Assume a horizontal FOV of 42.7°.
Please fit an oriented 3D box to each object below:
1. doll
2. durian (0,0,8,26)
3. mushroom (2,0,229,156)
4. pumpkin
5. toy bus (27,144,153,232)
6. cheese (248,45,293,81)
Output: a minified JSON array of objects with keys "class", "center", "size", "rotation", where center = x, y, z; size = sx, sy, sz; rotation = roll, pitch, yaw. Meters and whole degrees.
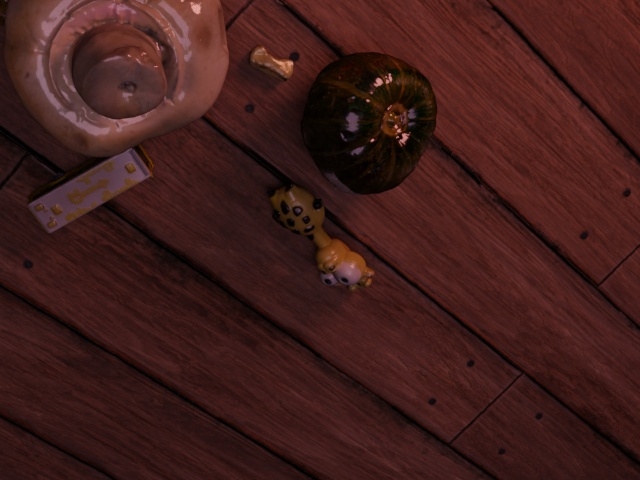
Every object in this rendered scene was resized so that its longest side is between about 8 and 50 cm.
[{"class":"doll","center":[0.000,0.000,1.601],"size":[0.117,0.086,0.291],"rotation":[-12,127,40]},{"class":"durian","center":[-0.587,-0.403,1.275],"size":[0.249,0.138,0.183],"rotation":[-9,107,-14]},{"class":"mushroom","center":[-0.319,-0.282,1.303],"size":[0.353,0.353,0.325],"rotation":[12,142,-16]},{"class":"pumpkin","center":[0.077,-0.217,1.469],"size":[0.260,0.189,0.260],"rotation":[-13,110,-37]},{"class":"toy bus","center":[-0.415,-0.104,1.472],"size":[0.226,0.074,0.081],"rotation":[-28,116,2]},{"class":"cheese","center":[-0.087,-0.319,1.468],"size":[0.083,0.030,0.044],"rotation":[25,86,-16]}]
